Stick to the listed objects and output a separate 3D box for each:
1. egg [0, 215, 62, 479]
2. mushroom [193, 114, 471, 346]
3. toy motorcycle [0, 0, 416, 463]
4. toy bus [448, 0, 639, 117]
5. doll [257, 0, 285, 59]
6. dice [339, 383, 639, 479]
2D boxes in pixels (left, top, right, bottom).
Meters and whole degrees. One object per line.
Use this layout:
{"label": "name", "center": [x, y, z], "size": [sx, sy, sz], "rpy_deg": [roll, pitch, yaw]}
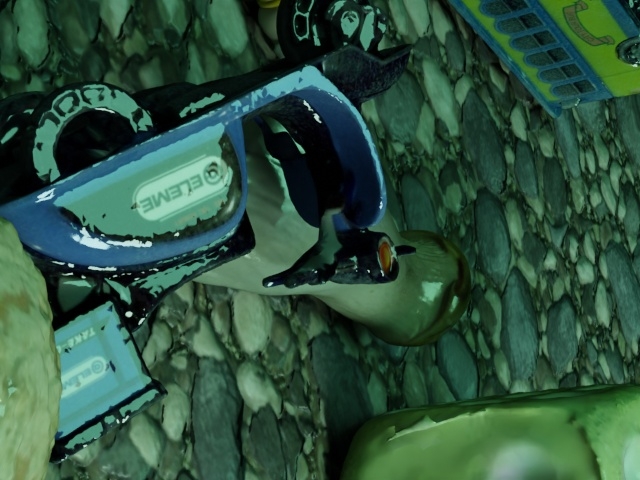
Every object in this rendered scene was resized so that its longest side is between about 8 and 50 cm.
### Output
{"label": "egg", "center": [-0.219, 0.078, 0.569], "size": [0.203, 0.203, 0.245], "rpy_deg": [48, 54, -41]}
{"label": "mushroom", "center": [0.000, 0.000, 1.035], "size": [0.159, 0.122, 0.329], "rpy_deg": [-56, 138, -1]}
{"label": "toy motorcycle", "center": [-0.065, -0.026, 0.826], "size": [0.359, 0.125, 0.212], "rpy_deg": [-30, 107, -30]}
{"label": "toy bus", "center": [0.275, -0.279, 1.454], "size": [0.312, 0.190, 0.152], "rpy_deg": [35, 52, -48]}
{"label": "doll", "center": [-0.013, -0.187, 1.093], "size": [0.127, 0.073, 0.084], "rpy_deg": [57, 7, -29]}
{"label": "dice", "center": [0.174, 0.253, 1.085], "size": [0.254, 0.252, 0.249], "rpy_deg": [3, 78, -58]}
